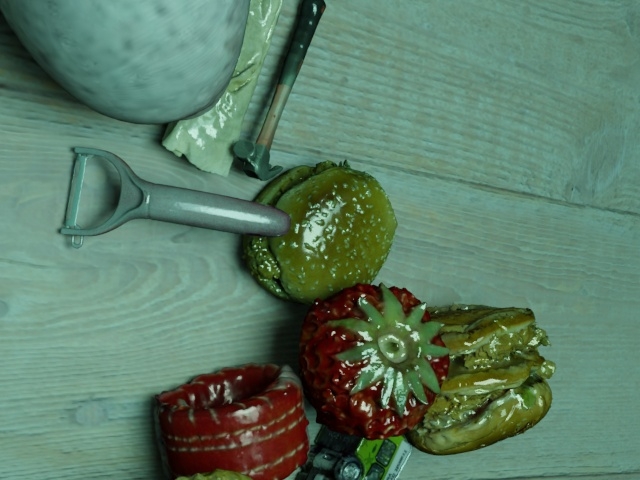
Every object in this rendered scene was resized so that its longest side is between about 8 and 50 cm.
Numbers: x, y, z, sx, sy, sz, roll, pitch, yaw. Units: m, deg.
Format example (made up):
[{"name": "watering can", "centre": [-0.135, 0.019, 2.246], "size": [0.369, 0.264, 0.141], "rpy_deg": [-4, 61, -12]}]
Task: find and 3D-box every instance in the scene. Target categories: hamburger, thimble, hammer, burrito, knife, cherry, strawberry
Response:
[{"name": "hamburger", "centre": [0.221, 0.196, 1.349], "size": [0.260, 0.245, 0.211], "rpy_deg": [2, 76, -77]}, {"name": "thimble", "centre": [-0.104, 0.237, 1.159], "size": [0.190, 0.163, 0.124], "rpy_deg": [-16, 102, -30]}, {"name": "hammer", "centre": [-0.047, -0.212, 1.240], "size": [0.111, 0.033, 0.287], "rpy_deg": [61, 44, -65]}, {"name": "burrito", "centre": [-0.113, -0.279, 1.191], "size": [0.117, 0.076, 0.391], "rpy_deg": [22, 80, -33]}, {"name": "knife", "centre": [-0.169, -0.032, 1.121], "size": [0.278, 0.053, 0.123], "rpy_deg": [9, 91, -12]}, {"name": "cherry", "centre": [-0.200, -0.288, 0.981], "size": [0.292, 0.326, 0.334], "rpy_deg": [-21, 101, -21]}, {"name": "hamburger", "centre": [0.000, 0.000, 1.249], "size": [0.215, 0.122, 0.189], "rpy_deg": [-40, 113, -24]}, {"name": "strawberry", "centre": [0.045, 0.173, 1.213], "size": [0.205, 0.244, 0.205], "rpy_deg": [11, 64, -23]}]

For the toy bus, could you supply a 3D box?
[{"name": "toy bus", "centre": [0.018, 0.389, 1.282], "size": [0.139, 0.113, 0.301], "rpy_deg": [40, 69, -32]}]

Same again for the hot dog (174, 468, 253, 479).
[{"name": "hot dog", "centre": [-0.145, 0.443, 1.041], "size": [0.367, 0.196, 0.365], "rpy_deg": [33, 98, -30]}]
